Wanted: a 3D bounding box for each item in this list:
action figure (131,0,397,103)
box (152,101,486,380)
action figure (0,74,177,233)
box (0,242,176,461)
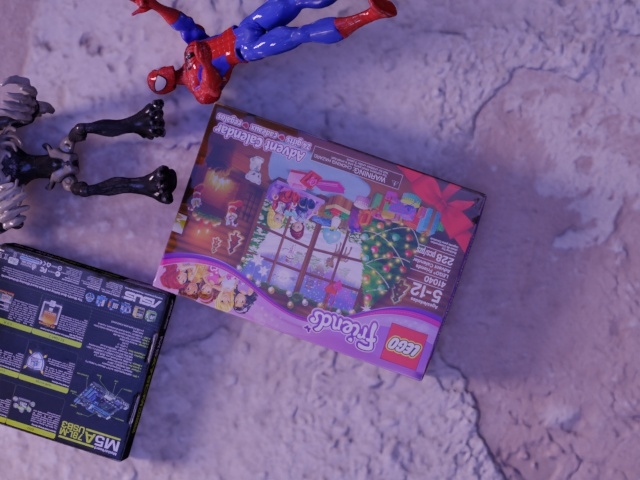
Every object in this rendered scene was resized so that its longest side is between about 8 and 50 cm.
[{"bbox_3d":[-0.081,-0.216,1.591,0.280,0.139,0.091,-24,60,30],"label":"action figure"},{"bbox_3d":[0.000,0.000,1.647,0.293,0.057,0.201,19,93,6],"label":"box"},{"bbox_3d":[-0.292,-0.083,1.638,0.276,0.141,0.164,-7,79,5],"label":"action figure"},{"bbox_3d":[-0.266,0.115,1.684,0.191,0.045,0.184,16,94,5],"label":"box"}]
